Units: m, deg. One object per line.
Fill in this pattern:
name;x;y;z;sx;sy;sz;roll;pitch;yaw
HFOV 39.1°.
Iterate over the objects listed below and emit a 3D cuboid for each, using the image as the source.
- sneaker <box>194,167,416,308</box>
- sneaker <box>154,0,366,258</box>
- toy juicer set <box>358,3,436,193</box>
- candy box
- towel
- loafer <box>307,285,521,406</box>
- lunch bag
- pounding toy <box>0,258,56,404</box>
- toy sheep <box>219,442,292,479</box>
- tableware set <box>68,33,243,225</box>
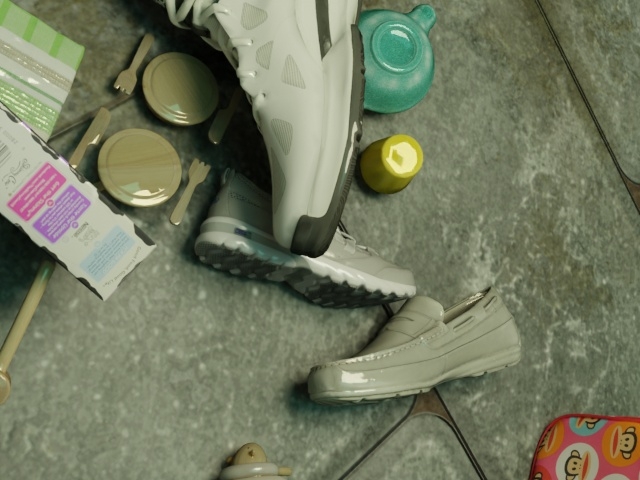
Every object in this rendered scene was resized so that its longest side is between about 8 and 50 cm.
sneaker;0.000;0.000;1.015;0.281;0.105;0.115;22;65;-32
sneaker;-0.088;-0.201;0.950;0.257;0.169;0.448;4;72;-6
toy juicer set;0.046;-0.235;1.102;0.209;0.089;0.329;15;78;-12
candy box;-0.257;-0.050;0.797;0.070;0.165;0.196;-49;120;-9
towel;-0.307;-0.155;0.887;0.113;0.023;0.152;32;62;-32
loafer;0.112;0.123;1.072;0.319;0.112;0.112;-8;82;-41
lunch bag;0.370;0.362;1.107;0.120;0.258;0.293;29;69;-26
pounding toy;-0.326;0.048;0.792;0.181;0.094;0.206;-22;95;-20
toy sheep;-0.068;0.277;0.942;0.091;0.091;0.132;6;61;-32
tableware set;-0.173;-0.115;0.962;0.128;0.039;0.194;29;62;-13
